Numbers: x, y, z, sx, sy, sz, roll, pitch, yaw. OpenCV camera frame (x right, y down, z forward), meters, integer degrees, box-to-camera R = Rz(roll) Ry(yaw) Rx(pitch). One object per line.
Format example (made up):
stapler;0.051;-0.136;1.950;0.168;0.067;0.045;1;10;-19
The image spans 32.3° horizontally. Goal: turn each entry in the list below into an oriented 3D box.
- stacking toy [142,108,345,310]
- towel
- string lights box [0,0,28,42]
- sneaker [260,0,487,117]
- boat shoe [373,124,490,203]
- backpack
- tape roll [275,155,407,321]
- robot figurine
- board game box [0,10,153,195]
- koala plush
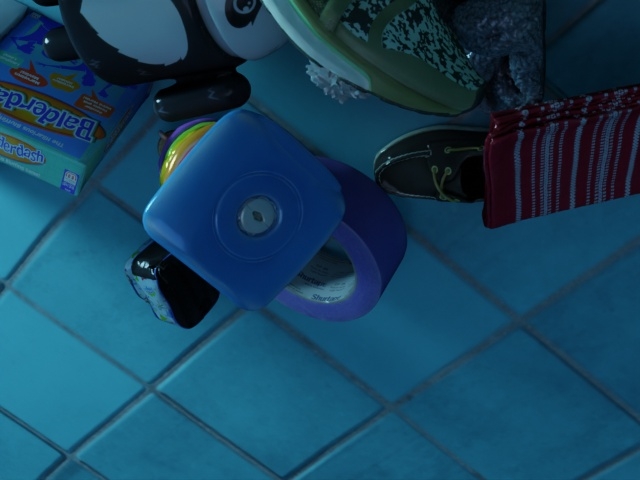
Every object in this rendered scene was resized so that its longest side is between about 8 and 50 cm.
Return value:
stacking toy;-0.116;-0.069;1.195;0.175;0.302;0.166;41;89;-29
towel;0.291;-0.087;1.085;0.275;0.031;0.199;-12;152;1
string lights box;-0.424;-0.154;1.286;0.077;0.133;0.259;25;130;-2
sneaker;0.019;-0.277;0.847;0.182;0.158;0.410;-33;101;32
boat shoe;0.160;-0.079;1.207;0.228;0.068;0.081;-6;125;21
backpack;-0.182;0.046;1.392;0.084;0.105;0.114;11;134;38
tape roll;0.000;0.000;1.285;0.189;0.080;0.189;19;139;17
robot figurine;-0.150;-0.248;1.101;0.278;0.173;0.209;-6;143;22
board game box;-0.289;-0.153;1.196;0.160;0.210;0.047;24;130;-3
koala plush;0.102;-0.208;1.054;0.221;0.196;0.203;0;147;12
